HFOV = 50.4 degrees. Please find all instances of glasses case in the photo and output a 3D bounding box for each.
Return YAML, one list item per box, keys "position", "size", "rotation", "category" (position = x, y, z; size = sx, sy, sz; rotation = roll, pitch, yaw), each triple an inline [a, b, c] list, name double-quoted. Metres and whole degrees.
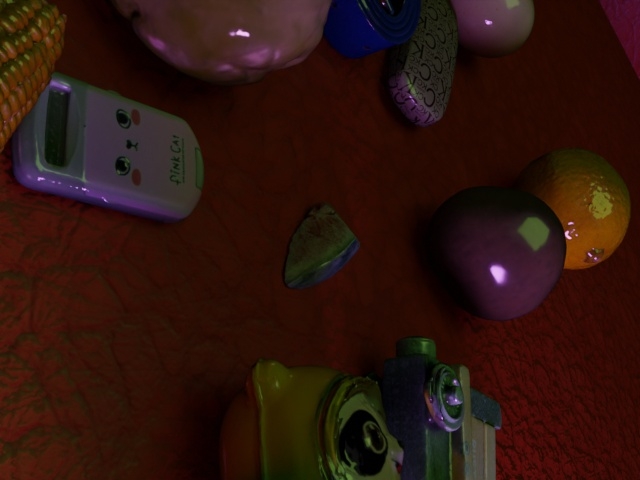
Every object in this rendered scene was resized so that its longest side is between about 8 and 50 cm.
- position: [0.207, -0.375, 1.350]
  size: [0.137, 0.085, 0.354]
  rotation: [38, 48, -30]
  category: "glasses case"

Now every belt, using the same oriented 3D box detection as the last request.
- position: [0.061, -0.499, 1.170]
  size: [0.212, 0.117, 0.347]
  rotation: [-27, 104, -39]
  category: "belt"

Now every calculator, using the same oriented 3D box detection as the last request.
- position: [-0.238, -0.102, 0.770]
  size: [0.246, 0.045, 0.141]
  rotation: [16, 62, -42]
  category: "calculator"

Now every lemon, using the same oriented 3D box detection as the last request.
- position: [0.530, -0.068, 1.455]
  size: [0.267, 0.267, 0.267]
  rotation: [22, 58, -41]
  category: "lemon"

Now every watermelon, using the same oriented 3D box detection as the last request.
- position: [0.006, 0.007, 0.994]
  size: [0.094, 0.081, 0.180]
  rotation: [33, 40, -1]
  category: "watermelon"

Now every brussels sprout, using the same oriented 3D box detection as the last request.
- position: [-0.114, -0.333, 0.861]
  size: [0.317, 0.242, 0.273]
  rotation: [-11, 62, -30]
  category: "brussels sprout"

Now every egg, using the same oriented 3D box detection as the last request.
- position: [0.360, -0.523, 1.506]
  size: [0.253, 0.188, 0.188]
  rotation: [47, 44, -16]
  category: "egg"

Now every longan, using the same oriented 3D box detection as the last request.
- position: [0.310, 0.024, 1.200]
  size: [0.215, 0.246, 0.246]
  rotation: [-10, 81, -64]
  category: "longan"

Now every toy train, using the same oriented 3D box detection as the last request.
- position: [0.158, 0.341, 0.939]
  size: [0.253, 0.160, 0.397]
  rotation: [33, 52, -44]
  category: "toy train"

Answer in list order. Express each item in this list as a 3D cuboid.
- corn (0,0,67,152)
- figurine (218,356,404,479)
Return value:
- position: [-0.346, -0.092, 0.571]
  size: [0.144, 0.144, 0.387]
  rotation: [38, 48, -31]
  category: "corn"
- position: [-0.009, 0.297, 0.731]
  size: [0.323, 0.231, 0.340]
  rotation: [45, 30, -62]
  category: "figurine"
